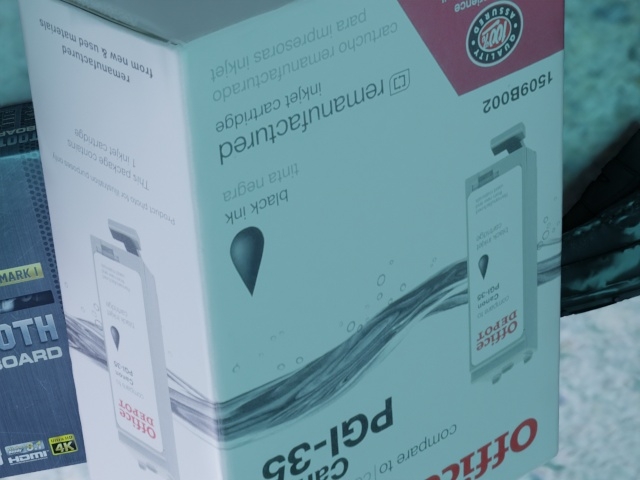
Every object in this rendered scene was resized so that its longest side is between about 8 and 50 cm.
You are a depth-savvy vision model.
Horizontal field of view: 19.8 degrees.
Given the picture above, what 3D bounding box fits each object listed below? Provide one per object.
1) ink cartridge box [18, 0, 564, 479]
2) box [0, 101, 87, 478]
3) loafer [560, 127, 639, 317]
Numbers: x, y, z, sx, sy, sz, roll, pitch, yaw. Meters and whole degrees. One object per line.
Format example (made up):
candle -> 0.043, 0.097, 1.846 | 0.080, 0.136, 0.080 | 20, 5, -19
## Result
ink cartridge box -> 0.000, 0.000, 0.802 | 0.207, 0.117, 0.283 | -25, 125, -33
box -> -0.142, 0.025, 0.892 | 0.232, 0.059, 0.183 | -10, 122, -2
loafer -> 0.167, -0.017, 0.912 | 0.223, 0.076, 0.078 | -21, 88, 13
